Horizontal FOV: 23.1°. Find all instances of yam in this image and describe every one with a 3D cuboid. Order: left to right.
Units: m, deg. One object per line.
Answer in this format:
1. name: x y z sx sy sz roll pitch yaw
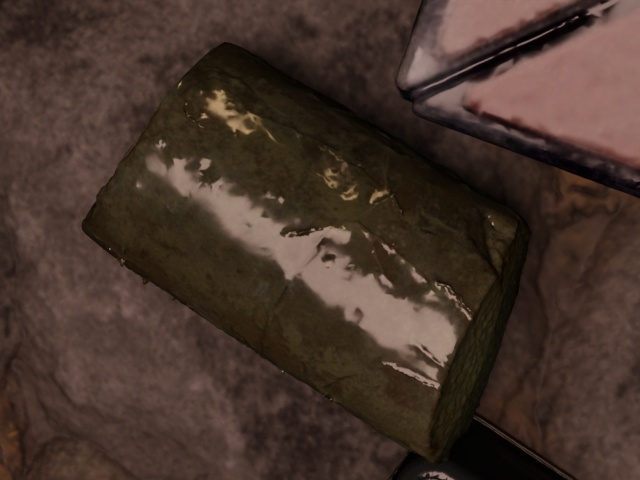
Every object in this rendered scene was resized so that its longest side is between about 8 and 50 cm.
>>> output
1. yam: 0.000 0.000 0.945 0.268 0.161 0.161 32 109 10

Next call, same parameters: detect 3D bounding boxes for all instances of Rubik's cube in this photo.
1. Rubik's cube: 0.207 -0.154 0.789 0.259 0.260 0.254 23 109 8

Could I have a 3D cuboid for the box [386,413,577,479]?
1. box: 0.081 0.227 1.005 0.144 0.090 0.201 34 109 7
